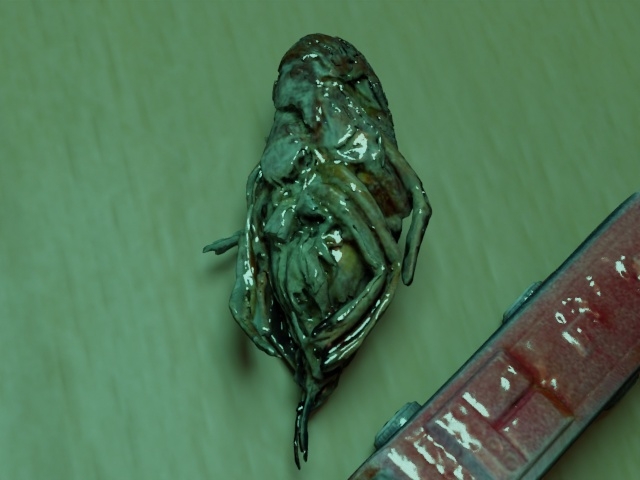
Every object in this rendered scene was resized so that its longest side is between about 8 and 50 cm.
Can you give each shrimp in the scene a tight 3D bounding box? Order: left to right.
[{"bbox_3d":[0.000,0.000,0.561,0.073,0.075,0.190,22,70,-40],"label":"shrimp"}]

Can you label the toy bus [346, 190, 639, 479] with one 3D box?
[{"bbox_3d":[0.087,0.059,0.549,0.065,0.077,0.192,43,63,11],"label":"toy bus"}]
